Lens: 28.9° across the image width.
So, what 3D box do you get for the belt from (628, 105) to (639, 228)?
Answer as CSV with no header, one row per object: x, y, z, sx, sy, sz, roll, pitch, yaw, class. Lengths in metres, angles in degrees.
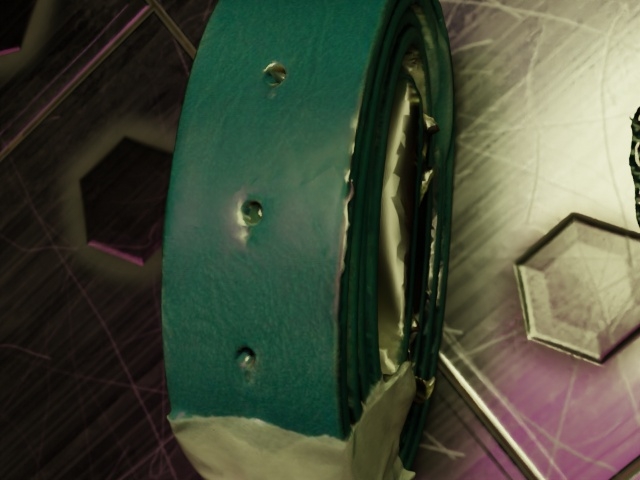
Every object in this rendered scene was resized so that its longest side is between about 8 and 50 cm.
0.359,-0.013,0.933,0.207,0.160,0.295,-44,68,32,belt

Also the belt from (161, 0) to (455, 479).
-0.001,-0.002,0.982,0.173,0.300,0.436,0,84,20,belt
